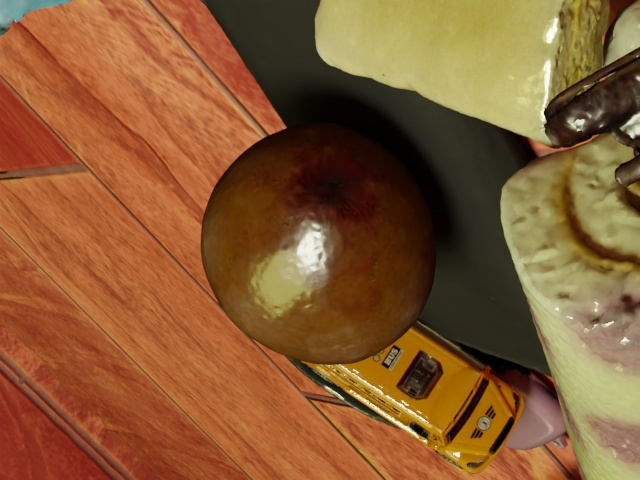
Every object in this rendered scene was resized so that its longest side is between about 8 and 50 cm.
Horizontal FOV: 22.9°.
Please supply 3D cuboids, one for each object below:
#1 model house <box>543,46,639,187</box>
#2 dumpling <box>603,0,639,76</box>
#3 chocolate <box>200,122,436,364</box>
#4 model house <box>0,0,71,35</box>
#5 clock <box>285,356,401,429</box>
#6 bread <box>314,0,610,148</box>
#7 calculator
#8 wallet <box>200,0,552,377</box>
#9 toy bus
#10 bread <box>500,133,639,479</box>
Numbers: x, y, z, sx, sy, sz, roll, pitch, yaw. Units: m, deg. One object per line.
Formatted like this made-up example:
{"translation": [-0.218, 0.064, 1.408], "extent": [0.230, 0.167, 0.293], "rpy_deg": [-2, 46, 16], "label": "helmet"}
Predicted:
{"translation": [0.224, -0.042, 0.668], "extent": [0.164, 0.203, 0.141], "rpy_deg": [60, -160, 2], "label": "model house"}
{"translation": [0.178, -0.102, 0.830], "extent": [0.077, 0.059, 0.043], "rpy_deg": [35, 171, 27], "label": "dumpling"}
{"translation": [0.000, 0.000, 1.063], "extent": [0.177, 0.177, 0.177], "rpy_deg": [36, 160, 15], "label": "chocolate"}
{"translation": [-0.243, -0.284, 1.021], "extent": [0.237, 0.215, 0.303], "rpy_deg": [17, 126, 50], "label": "model house"}
{"translation": [0.034, 0.114, 1.474], "extent": [0.184, 0.040, 0.184], "rpy_deg": [31, 160, 13], "label": "clock"}
{"translation": [0.077, -0.140, 0.866], "extent": [0.178, 0.060, 0.139], "rpy_deg": [26, 119, 37], "label": "bread"}
{"translation": [0.105, 0.102, 1.443], "extent": [0.294, 0.043, 0.194], "rpy_deg": [39, 160, 2], "label": "calculator"}
{"translation": [0.066, -0.060, 1.137], "extent": [0.228, 0.062, 0.406], "rpy_deg": [19, 151, 48], "label": "wallet"}
{"translation": [0.075, 0.114, 1.323], "extent": [0.194, 0.083, 0.088], "rpy_deg": [32, 172, 8], "label": "toy bus"}
{"translation": [0.225, 0.071, 0.909], "extent": [0.338, 0.187, 0.155], "rpy_deg": [66, -178, -54], "label": "bread"}
